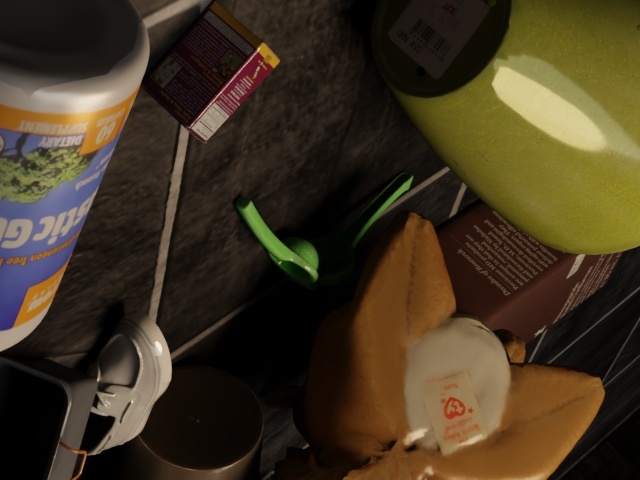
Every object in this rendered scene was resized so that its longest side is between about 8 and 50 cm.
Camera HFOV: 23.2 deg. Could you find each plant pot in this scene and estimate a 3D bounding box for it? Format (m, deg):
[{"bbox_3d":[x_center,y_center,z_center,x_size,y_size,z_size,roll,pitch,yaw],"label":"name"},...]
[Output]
[{"bbox_3d":[0.183,-0.148,1.360,0.293,0.275,0.274,17,114,-52],"label":"plant pot"}]

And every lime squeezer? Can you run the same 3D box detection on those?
[{"bbox_3d":[0.000,0.000,1.512,0.310,0.059,0.110,-10,139,-58],"label":"lime squeezer"}]

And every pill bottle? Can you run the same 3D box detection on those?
[{"bbox_3d":[-0.210,-0.028,0.896,0.152,0.152,0.272,-23,148,-48],"label":"pill bottle"}]

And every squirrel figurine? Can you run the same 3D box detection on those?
[{"bbox_3d":[0.043,0.214,1.633,0.397,0.281,0.370,-59,-167,-19],"label":"squirrel figurine"}]

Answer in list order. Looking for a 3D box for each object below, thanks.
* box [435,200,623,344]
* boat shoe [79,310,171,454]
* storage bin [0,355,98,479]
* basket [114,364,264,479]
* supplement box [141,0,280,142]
[{"bbox_3d":[0.231,0.041,1.938,0.381,0.143,0.191,-31,155,-34],"label":"box"},{"bbox_3d":[-0.185,0.132,1.386,0.063,0.066,0.184,-33,165,-37],"label":"boat shoe"},{"bbox_3d":[-0.229,0.160,1.268,0.091,0.098,0.135,-16,124,-72],"label":"storage bin"},{"bbox_3d":[-0.134,0.243,1.565,0.204,0.154,0.227,-52,164,-43],"label":"basket"},{"bbox_3d":[-0.079,-0.121,1.127,0.083,0.055,0.043,-47,160,1],"label":"supplement box"}]
